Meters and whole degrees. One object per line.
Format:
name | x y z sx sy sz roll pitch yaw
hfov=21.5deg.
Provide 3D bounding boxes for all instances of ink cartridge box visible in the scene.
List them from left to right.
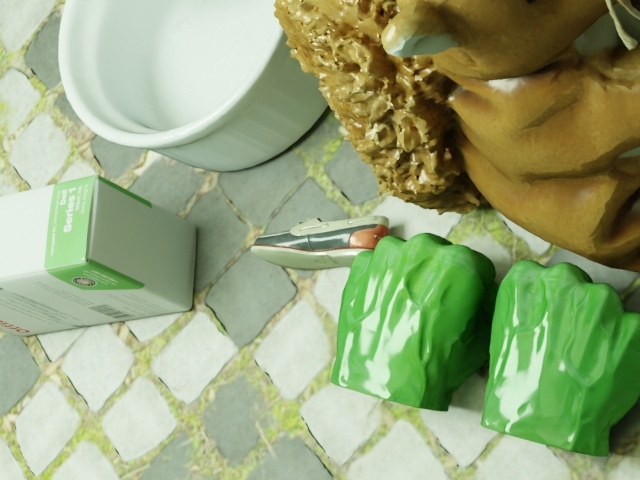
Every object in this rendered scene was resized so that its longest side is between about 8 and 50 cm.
ink cartridge box | -0.254 0.020 1.618 0.219 0.160 0.093 -9 67 31

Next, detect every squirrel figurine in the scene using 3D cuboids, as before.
squirrel figurine | 0.127 -0.148 1.286 0.397 0.370 0.281 -2 72 34

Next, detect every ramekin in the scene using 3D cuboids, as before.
ramekin | -0.103 -0.199 1.611 0.277 0.135 0.277 -13 66 30

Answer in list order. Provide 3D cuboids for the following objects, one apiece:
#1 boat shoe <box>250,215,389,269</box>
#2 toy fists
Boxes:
boat shoe | 0.000 0.000 1.523 0.137 0.049 0.043 -1 70 31
toy fists | 0.137 0.077 1.376 0.279 0.096 0.142 13 91 35
